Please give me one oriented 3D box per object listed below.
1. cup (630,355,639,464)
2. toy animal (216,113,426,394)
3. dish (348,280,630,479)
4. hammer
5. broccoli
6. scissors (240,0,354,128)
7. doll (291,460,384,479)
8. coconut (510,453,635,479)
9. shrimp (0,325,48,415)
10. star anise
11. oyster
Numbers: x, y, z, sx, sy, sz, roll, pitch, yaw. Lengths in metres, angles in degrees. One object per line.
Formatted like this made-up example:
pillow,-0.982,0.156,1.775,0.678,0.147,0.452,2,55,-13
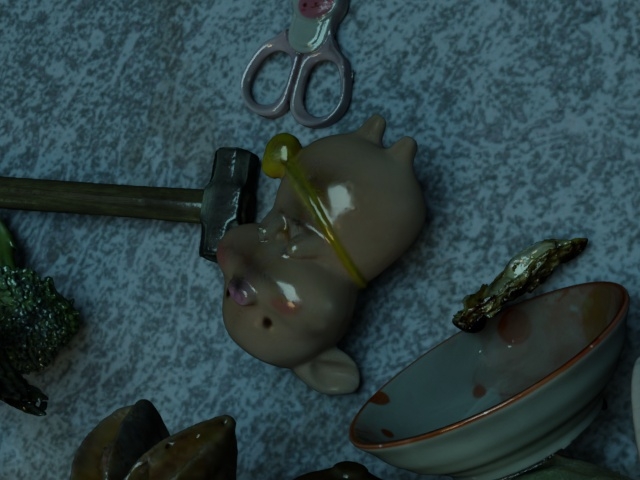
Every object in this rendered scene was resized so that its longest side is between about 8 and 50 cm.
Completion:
cup,0.406,0.175,1.273,0.273,0.288,0.208,-16,29,21
toy animal,-0.001,-0.001,1.525,0.165,0.149,0.248,42,103,44
dish,0.156,0.135,1.389,0.260,0.260,0.085,-26,99,17
hammer,-0.237,-0.046,1.683,0.365,0.043,0.111,4,78,21
broccoli,-0.316,0.044,1.685,0.118,0.122,0.204,-54,43,28
scissors,-0.002,-0.232,1.647,0.118,0.030,0.242,13,86,27
doll,0.020,0.360,1.381,0.318,0.209,0.339,-12,69,24
coconut,0.202,0.264,1.337,0.194,0.194,0.194,-7,74,24
shrimp,-0.390,0.155,1.621,0.445,0.085,0.272,4,101,49
star anise,-0.154,0.277,1.342,0.315,0.108,0.315,-15,69,42
oyster,0.174,0.038,1.474,0.132,0.086,0.029,-31,101,26
